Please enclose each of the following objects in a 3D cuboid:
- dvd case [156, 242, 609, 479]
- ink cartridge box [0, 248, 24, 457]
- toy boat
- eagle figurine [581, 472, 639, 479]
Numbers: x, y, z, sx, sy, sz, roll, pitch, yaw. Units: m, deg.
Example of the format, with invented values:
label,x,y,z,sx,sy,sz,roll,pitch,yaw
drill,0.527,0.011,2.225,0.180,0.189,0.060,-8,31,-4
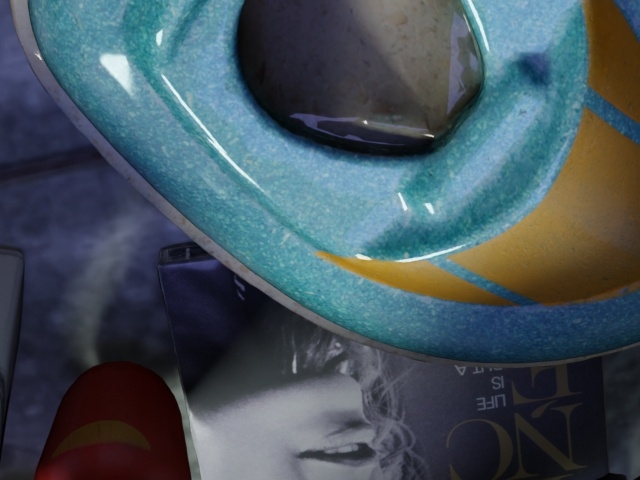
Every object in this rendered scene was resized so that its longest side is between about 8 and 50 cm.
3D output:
label,x,y,z,sx,sy,sz,roll,pitch,yaw
dvd case,0.034,0.089,0.713,0.164,0.018,0.221,-8,121,1
ink cartridge box,-0.186,0.076,0.575,0.158,0.218,0.092,10,115,-10
toy boat,0.000,0.000,0.569,0.267,0.148,0.318,30,110,-16
eagle figurine,0.021,0.194,0.614,0.225,0.226,0.298,18,104,-19
